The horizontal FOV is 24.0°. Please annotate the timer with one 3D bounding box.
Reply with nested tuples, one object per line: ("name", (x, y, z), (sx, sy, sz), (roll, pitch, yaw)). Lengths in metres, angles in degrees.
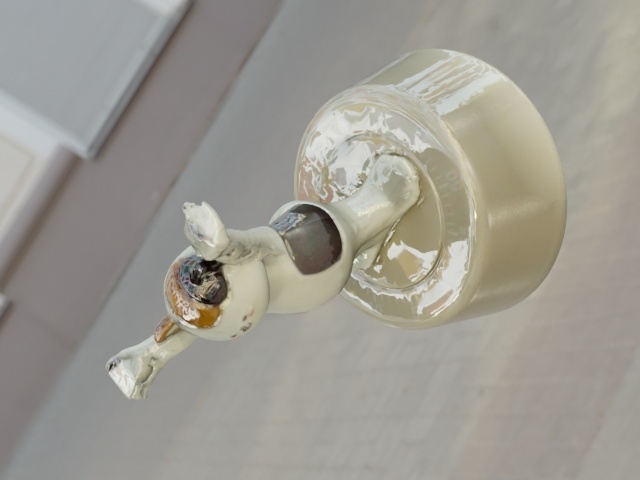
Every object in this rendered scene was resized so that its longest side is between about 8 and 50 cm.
("timer", (0.000, 0.000, 0.878), (0.266, 0.175, 0.175), (-24, -15, -43))
